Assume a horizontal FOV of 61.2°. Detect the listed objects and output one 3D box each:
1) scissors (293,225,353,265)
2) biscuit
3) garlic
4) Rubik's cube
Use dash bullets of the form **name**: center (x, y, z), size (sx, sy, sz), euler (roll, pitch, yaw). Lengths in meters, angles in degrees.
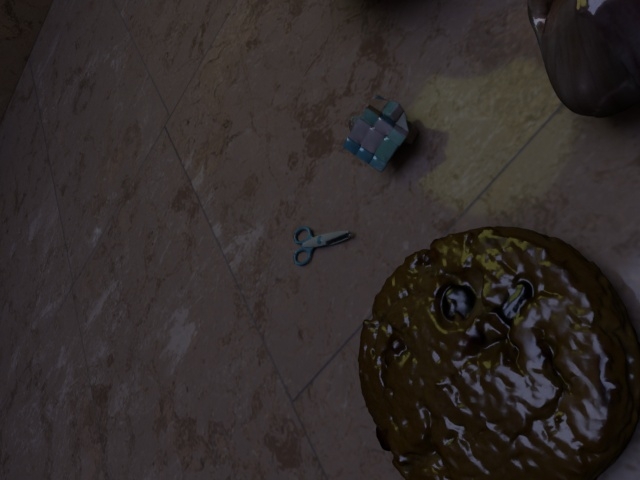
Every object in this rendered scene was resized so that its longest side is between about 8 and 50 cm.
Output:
- **scissors**: center (0.000, 0.000, 0.755), size (0.119, 0.014, 0.058), euler (-16, 68, 46)
- **biscuit**: center (0.148, 0.121, 0.525), size (0.296, 0.075, 0.295), euler (-16, 68, 43)
- **garlic**: center (0.248, -0.244, 0.453), size (0.207, 0.207, 0.256), euler (-22, 101, 40)
- **Rubik's cube**: center (0.078, -0.139, 0.675), size (0.084, 0.075, 0.073), euler (-37, 10, 34)
